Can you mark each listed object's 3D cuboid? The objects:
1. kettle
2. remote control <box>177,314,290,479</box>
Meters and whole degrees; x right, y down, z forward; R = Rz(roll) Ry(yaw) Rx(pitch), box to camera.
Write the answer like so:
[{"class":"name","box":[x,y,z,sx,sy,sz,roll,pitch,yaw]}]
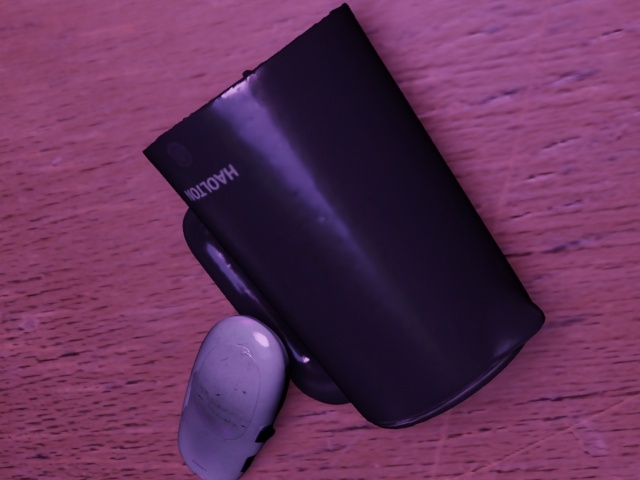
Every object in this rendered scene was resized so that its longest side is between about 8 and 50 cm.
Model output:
[{"class":"kettle","box":[0.000,0.003,0.812,0.262,0.203,0.308,-33,101,16]},{"class":"remote control","box":[-0.088,0.160,0.909,0.097,0.045,0.256,34,138,14]}]
